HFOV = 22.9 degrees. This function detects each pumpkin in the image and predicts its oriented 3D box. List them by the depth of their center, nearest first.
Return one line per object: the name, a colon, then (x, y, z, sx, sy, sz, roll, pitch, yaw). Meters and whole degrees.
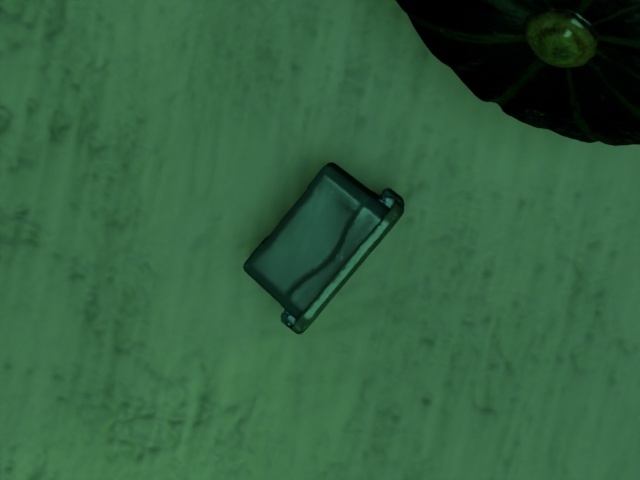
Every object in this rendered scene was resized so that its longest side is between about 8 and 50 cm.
pumpkin: (0.166, -0.186, 0.846, 0.248, 0.248, 0.248, -1, 103, -6)

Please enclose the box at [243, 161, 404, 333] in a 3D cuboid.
box: (0.000, 0.000, 0.935, 0.054, 0.074, 0.099, 40, 96, 1)
